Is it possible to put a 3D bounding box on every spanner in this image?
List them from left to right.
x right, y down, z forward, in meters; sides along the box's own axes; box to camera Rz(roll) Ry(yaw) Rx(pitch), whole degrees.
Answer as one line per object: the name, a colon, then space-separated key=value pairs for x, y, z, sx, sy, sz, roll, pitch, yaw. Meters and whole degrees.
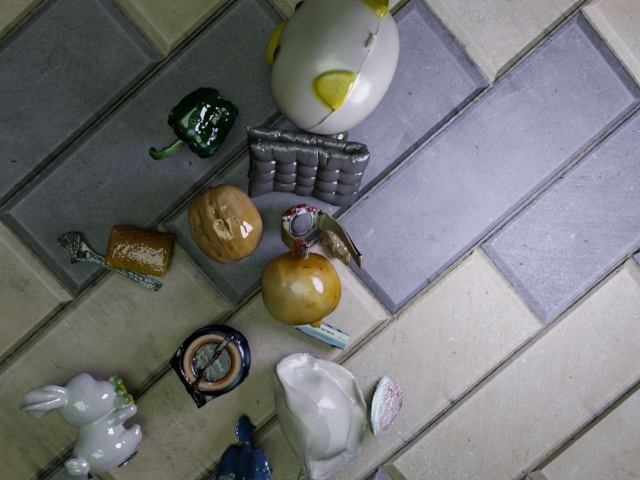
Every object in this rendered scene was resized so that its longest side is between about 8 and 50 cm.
spanner: x=-0.615 y=0.068 z=1.499 sx=0.325 sy=0.026 sz=0.093 roll=26 pitch=93 yaw=-6

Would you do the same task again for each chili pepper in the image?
chili pepper: x=-0.348 y=-0.299 z=1.405 sx=0.165 sy=0.174 sz=0.261 roll=39 pitch=92 yaw=-30

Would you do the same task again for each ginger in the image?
ginger: x=0.045 y=0.013 z=1.506 sx=0.057 sy=0.044 sz=0.137 roll=-35 pitch=89 yaw=37

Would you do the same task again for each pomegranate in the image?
pomegranate: x=-0.053 y=0.130 z=1.428 sx=0.233 sy=0.233 sz=0.233 roll=0 pitch=96 yaw=-2

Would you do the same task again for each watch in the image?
watch: x=-0.008 y=-0.003 z=1.388 sx=0.165 sy=0.268 sz=0.102 roll=-10 pitch=125 yaw=-21

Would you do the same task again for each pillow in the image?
pillow: x=-0.045 y=-0.196 z=1.401 sx=0.326 sy=0.228 sz=0.101 roll=6 pitch=60 yaw=-5

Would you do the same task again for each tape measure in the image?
tape measure: x=-0.309 y=0.349 z=1.484 sx=0.223 sy=0.135 sz=0.202 roll=-34 pitch=86 yaw=-1

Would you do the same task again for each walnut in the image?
walnut: x=-0.263 y=-0.049 z=1.420 sx=0.195 sy=0.195 sz=0.221 roll=-26 pitch=89 yaw=1

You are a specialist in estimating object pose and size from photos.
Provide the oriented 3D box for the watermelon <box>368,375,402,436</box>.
watermelon: x=0.186 y=0.503 z=1.535 sx=0.094 sy=0.081 sz=0.180 roll=28 pitch=58 yaw=15

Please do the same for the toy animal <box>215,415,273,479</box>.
toy animal: x=-0.227 y=0.666 z=1.511 sx=0.239 sy=0.255 sz=0.176 roll=-21 pitch=127 yaw=38

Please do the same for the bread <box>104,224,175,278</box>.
bread: x=-0.510 y=0.028 z=1.456 sx=0.172 sy=0.103 sz=0.132 roll=11 pitch=86 yaw=-4

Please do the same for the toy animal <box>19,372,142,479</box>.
toy animal: x=-0.662 y=0.505 z=1.452 sx=0.247 sy=0.183 sz=0.310 roll=-31 pitch=100 yaw=-32

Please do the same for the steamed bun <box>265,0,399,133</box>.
steamed bun: x=0.034 y=-0.455 z=1.313 sx=0.334 sy=0.334 sz=0.374 roll=21 pitch=79 yaw=-4

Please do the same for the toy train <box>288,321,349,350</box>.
toy train: x=-0.030 y=0.255 z=1.522 sx=0.234 sy=0.052 sz=0.051 roll=26 pitch=91 yaw=-4

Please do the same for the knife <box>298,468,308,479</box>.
knife: x=-0.031 y=0.688 z=1.580 sx=0.043 sy=0.020 sz=0.293 roll=20 pitch=96 yaw=-6

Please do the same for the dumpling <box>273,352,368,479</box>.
dumpling: x=0.005 y=0.496 z=1.499 sx=0.260 sy=0.181 sz=0.341 roll=-17 pitch=62 yaw=-21

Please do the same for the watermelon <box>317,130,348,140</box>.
watermelon: x=0.032 y=-0.293 z=1.458 sx=0.111 sy=0.078 sz=0.078 roll=-39 pitch=96 yaw=1
